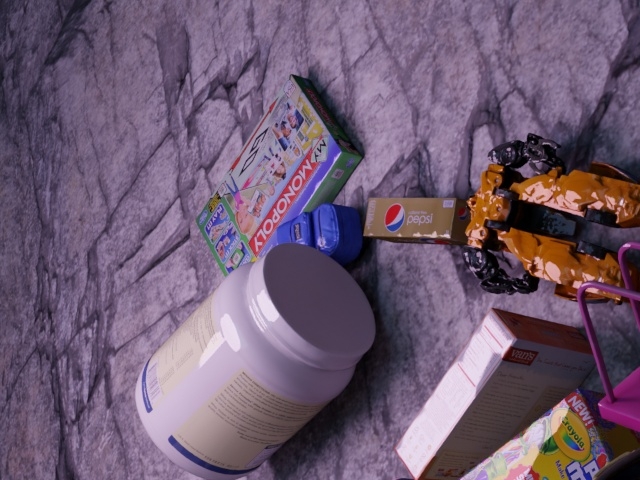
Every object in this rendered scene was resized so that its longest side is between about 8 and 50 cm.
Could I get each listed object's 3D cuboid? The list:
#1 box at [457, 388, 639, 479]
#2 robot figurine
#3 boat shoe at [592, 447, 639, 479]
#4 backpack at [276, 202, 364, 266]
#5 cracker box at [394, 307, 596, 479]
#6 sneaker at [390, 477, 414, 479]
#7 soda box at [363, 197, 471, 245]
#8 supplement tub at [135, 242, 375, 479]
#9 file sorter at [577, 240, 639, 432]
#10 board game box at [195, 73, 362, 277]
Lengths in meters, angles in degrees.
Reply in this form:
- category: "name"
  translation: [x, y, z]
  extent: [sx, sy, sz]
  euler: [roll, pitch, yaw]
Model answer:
- category: "box"
  translation: [0.299, 0.367, 1.589]
  extent: [0.279, 0.177, 0.290]
  euler: [-45, 48, 32]
- category: "robot figurine"
  translation: [0.297, -0.018, 1.779]
  extent: [0.291, 0.085, 0.211]
  euler: [19, 94, 51]
- category: "boat shoe"
  translation: [0.406, 0.226, 1.417]
  extent: [0.324, 0.097, 0.117]
  euler: [-20, 57, -5]
- category: "backpack"
  translation: [0.000, 0.000, 2.127]
  extent: [0.120, 0.101, 0.098]
  euler: [-24, 68, 41]
- category: "cracker box"
  translation: [0.217, 0.200, 1.754]
  extent: [0.232, 0.155, 0.067]
  euler: [-57, 41, 21]
- category: "sneaker"
  translation: [0.092, 0.470, 1.888]
  extent: [0.131, 0.112, 0.319]
  euler: [16, 89, 68]
- category: "soda box"
  translation: [0.143, -0.027, 1.987]
  extent: [0.181, 0.061, 0.058]
  euler: [3, 82, 51]
- category: "supplement tub"
  translation: [-0.095, 0.177, 2.079]
  extent: [0.325, 0.235, 0.235]
  euler: [-45, 48, 33]
- category: "file sorter"
  translation: [0.424, 0.052, 1.401]
  extent: [0.202, 0.290, 0.182]
  euler: [19, 137, 51]
- category: "board game box"
  translation: [-0.073, -0.079, 2.282]
  extent: [0.317, 0.046, 0.213]
  euler: [-55, 42, 24]
